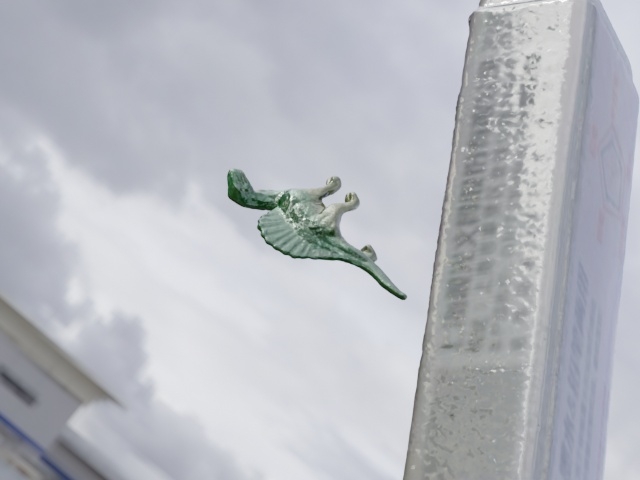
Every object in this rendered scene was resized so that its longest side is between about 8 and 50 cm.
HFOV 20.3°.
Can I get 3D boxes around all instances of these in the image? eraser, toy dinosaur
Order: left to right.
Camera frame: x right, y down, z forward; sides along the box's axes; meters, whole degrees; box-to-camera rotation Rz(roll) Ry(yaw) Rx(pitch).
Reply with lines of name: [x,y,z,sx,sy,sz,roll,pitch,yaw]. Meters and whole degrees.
toy dinosaur: [0.000,0.000,0.945,0.119,0.060,0.029,49,-42,30]
eraser: [0.090,0.017,0.755,0.061,0.352,0.089,-3,-31,26]
